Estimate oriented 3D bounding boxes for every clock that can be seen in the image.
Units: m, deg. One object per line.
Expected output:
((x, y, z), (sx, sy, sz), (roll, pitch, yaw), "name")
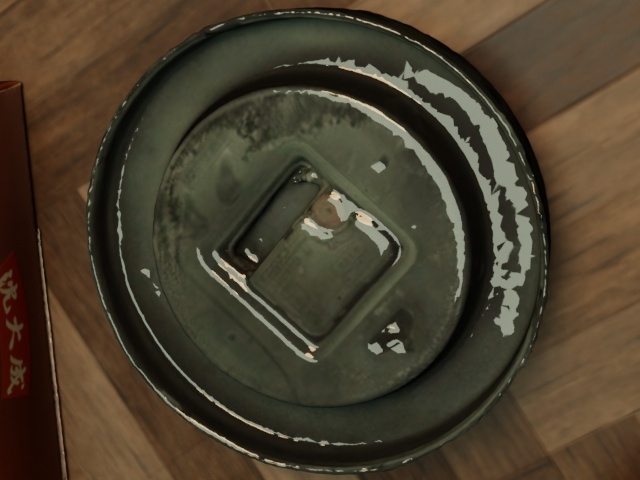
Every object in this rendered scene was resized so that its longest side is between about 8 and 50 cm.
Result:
((-0.001, 0.001, 0.914), (0.319, 0.066, 0.319), (5, 106, 17), "clock")

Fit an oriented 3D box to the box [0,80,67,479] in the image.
((-0.404, 0.060, 1.027), (0.385, 0.122, 0.344), (1, 105, 17), "box")
